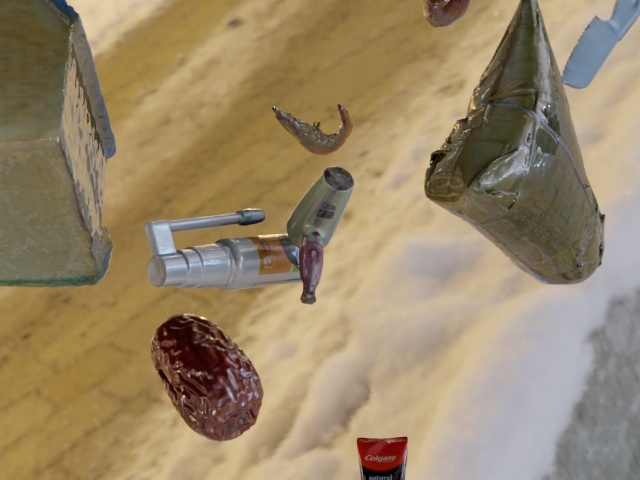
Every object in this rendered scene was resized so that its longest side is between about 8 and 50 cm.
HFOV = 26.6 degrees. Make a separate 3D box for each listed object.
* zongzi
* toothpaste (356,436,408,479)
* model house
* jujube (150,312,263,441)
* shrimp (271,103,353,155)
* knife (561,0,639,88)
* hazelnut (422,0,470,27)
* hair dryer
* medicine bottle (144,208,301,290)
[{"bbox_3d":[0.325,-0.142,1.966,0.160,0.323,0.360,-1,60,43],"label":"zongzi"},{"bbox_3d":[0.084,0.363,1.841,0.071,0.193,0.045,0,-12,5],"label":"toothpaste"},{"bbox_3d":[-0.479,-0.155,1.814,0.382,0.335,0.343,-4,56,0],"label":"model house"},{"bbox_3d":[-0.143,0.162,1.653,0.112,0.109,0.176,-50,56,13],"label":"jujube"},{"bbox_3d":[-0.012,-0.175,1.987,0.091,0.127,0.025,-48,32,25],"label":"shrimp"},{"bbox_3d":[0.322,-0.235,1.525,0.019,0.044,0.313,-39,7,39],"label":"knife"},{"bbox_3d":[0.192,-0.369,2.105,0.086,0.086,0.086,-21,22,9],"label":"hazelnut"},{"bbox_3d":[-0.003,0.006,1.472,0.106,0.054,0.154,123,158,-51],"label":"hair dryer"},{"bbox_3d":[-0.102,0.012,1.548,0.220,0.092,0.061,-5,-12,-44],"label":"medicine bottle"}]
